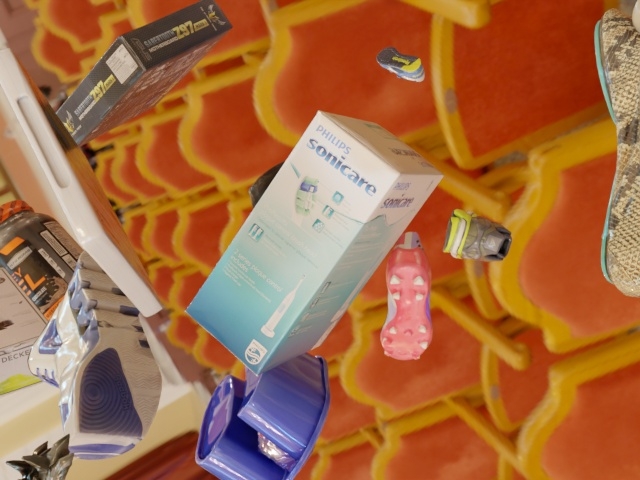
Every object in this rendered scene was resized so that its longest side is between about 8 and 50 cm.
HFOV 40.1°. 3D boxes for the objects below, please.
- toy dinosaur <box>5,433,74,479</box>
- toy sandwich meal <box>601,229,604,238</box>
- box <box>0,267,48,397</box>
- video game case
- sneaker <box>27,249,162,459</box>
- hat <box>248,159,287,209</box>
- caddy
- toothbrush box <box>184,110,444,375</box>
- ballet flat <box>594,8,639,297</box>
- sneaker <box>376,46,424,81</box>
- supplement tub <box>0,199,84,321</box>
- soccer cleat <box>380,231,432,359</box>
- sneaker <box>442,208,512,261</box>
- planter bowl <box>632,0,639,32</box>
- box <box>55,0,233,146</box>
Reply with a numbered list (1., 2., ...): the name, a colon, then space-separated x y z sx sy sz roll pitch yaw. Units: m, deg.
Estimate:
1. toy dinosaur: -0.389 0.271 0.926 0.164 0.218 0.322 16 102 62
2. toy sandwich meal: 0.681 -0.004 2.007 0.085 0.029 0.086 16 113 44
3. box: -0.573 0.158 1.502 0.290 0.169 0.087 30 129 47
4. video game case: -0.228 -0.045 0.841 0.206 0.026 0.227 59 172 19
5. sneaker: -0.327 0.182 1.245 0.182 0.127 0.316 -47 40 33
6. hat: -0.037 -0.062 1.472 0.134 0.331 0.331 55 164 10
7. caddy: -0.085 0.315 1.557 0.179 0.241 0.341 33 -166 -11
8. toothbrush box: 0.000 0.000 1.084 0.126 0.296 0.216 40 -163 14
9. ballet flat: 0.533 -0.153 1.357 0.182 0.164 0.483 -13 69 48
10. sneaker: 0.185 -0.403 2.027 0.144 0.053 0.059 38 176 44
11. supplement tub: -0.583 0.088 1.864 0.338 0.207 0.207 45 162 8
12. soccer cleat: 0.137 0.095 1.372 0.248 0.083 0.095 85 -166 -48
13. sneaker: 0.337 0.003 1.827 0.121 0.111 0.300 19 -172 17
14. planter bowl: 0.547 -0.324 1.250 0.162 0.162 0.109 87 158 -58
15. box: -0.250 -0.230 1.214 0.232 0.183 0.059 -30 97 45
